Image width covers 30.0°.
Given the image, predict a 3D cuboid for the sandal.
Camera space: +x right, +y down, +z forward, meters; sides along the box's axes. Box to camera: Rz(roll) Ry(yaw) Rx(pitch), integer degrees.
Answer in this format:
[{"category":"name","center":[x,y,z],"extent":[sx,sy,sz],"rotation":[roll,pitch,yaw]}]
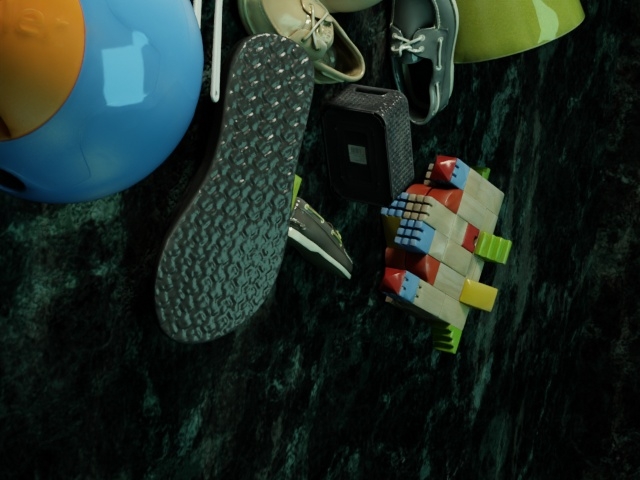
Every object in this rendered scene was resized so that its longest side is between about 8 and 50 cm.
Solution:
[{"category":"sandal","center":[-0.118,-0.066,1.658],"extent":[0.167,0.107,0.446],"rotation":[22,79,-22]}]

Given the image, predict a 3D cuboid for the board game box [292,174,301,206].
[{"category":"board game box","center":[-0.098,-0.081,1.793],"extent":[0.181,0.043,0.092],"rotation":[32,73,-60]}]

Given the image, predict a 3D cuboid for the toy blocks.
[{"category":"toy blocks","center":[0.212,-0.007,2.275],"extent":[0.261,0.190,0.381],"rotation":[30,75,-49]}]

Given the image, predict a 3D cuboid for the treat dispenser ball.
[{"category":"treat dispenser ball","center":[-0.261,-0.180,1.203],"extent":[0.288,0.288,0.288],"rotation":[-32,128,-53]}]

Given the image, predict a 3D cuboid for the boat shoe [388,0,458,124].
[{"category":"boat shoe","center":[0.176,-0.342,2.109],"extent":[0.319,0.116,0.099],"rotation":[79,32,-45]}]

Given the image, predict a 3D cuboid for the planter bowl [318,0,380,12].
[{"category":"planter bowl","center":[0.067,-0.434,1.880],"extent":[0.162,0.109,0.162],"rotation":[-31,128,-52]}]

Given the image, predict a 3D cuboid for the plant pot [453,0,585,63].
[{"category":"plant pot","center":[0.311,-0.510,2.172],"extent":[0.275,0.274,0.294],"rotation":[-42,120,-47]}]

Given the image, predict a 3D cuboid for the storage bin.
[{"category":"storage bin","center":[0.080,-0.158,1.998],"extent":[0.084,0.122,0.180],"rotation":[-47,139,-43]}]

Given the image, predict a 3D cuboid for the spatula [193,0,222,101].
[{"category":"spatula","center":[-0.157,-0.312,1.565],"extent":[0.168,0.019,0.242],"rotation":[27,61,-66]}]

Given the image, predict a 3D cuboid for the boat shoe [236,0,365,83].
[{"category":"boat shoe","center":[-0.023,-0.317,1.774],"extent":[0.302,0.098,0.109],"rotation":[39,67,-59]}]

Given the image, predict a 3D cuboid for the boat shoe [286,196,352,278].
[{"category":"boat shoe","center":[0.000,0.000,1.960],"extent":[0.228,0.081,0.069],"rotation":[39,71,-56]}]
